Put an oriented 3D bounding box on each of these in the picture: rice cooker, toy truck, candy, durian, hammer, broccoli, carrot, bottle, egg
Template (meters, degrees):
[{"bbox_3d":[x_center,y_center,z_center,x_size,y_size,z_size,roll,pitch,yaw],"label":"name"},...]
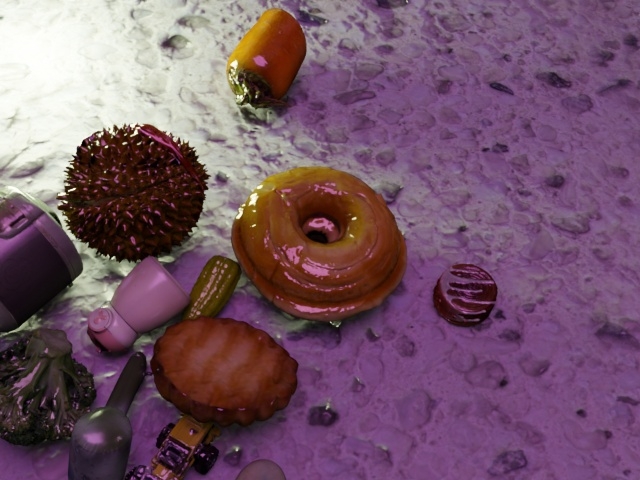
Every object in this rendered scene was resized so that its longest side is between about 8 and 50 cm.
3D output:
[{"bbox_3d":[-0.709,0.035,1.737,0.288,0.288,0.277,36,64,17],"label":"rice cooker"},{"bbox_3d":[-0.322,0.484,1.581,0.136,0.111,0.286,26,57,13],"label":"toy truck"},{"bbox_3d":[-0.270,0.133,1.837,0.097,0.096,0.209,24,63,10],"label":"candy"},{"bbox_3d":[-0.444,-0.117,1.832,0.384,0.347,0.347,-16,58,-35],"label":"durian"},{"bbox_3d":[-0.431,0.368,1.629,0.119,0.206,0.335,19,37,-3],"label":"hammer"},{"bbox_3d":[-0.602,0.305,1.607,0.261,0.241,0.269,41,17,26],"label":"broccoli"},{"bbox_3d":[-0.167,-0.493,2.209,0.193,0.214,0.331,2,46,30],"label":"carrot"},{"bbox_3d":[-0.429,0.161,1.748,0.236,0.147,0.147,-42,68,-10],"label":"bottle"},{"bbox_3d":[-0.128,0.527,1.570,0.114,0.114,0.152,17,55,5],"label":"egg"}]

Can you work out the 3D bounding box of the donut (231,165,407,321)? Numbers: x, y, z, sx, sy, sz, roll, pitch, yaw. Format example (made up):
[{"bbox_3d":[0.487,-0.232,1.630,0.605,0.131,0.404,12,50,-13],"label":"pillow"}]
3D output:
[{"bbox_3d":[0.000,0.000,1.892,0.449,0.198,0.448,5,54,-6],"label":"donut"}]

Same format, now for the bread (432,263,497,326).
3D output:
[{"bbox_3d":[0.362,0.136,1.912,0.161,0.073,0.160,3,57,-4],"label":"bread"}]

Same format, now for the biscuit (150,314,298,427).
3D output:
[{"bbox_3d":[-0.213,0.293,1.676,0.326,0.107,0.325,15,27,-8],"label":"biscuit"}]
